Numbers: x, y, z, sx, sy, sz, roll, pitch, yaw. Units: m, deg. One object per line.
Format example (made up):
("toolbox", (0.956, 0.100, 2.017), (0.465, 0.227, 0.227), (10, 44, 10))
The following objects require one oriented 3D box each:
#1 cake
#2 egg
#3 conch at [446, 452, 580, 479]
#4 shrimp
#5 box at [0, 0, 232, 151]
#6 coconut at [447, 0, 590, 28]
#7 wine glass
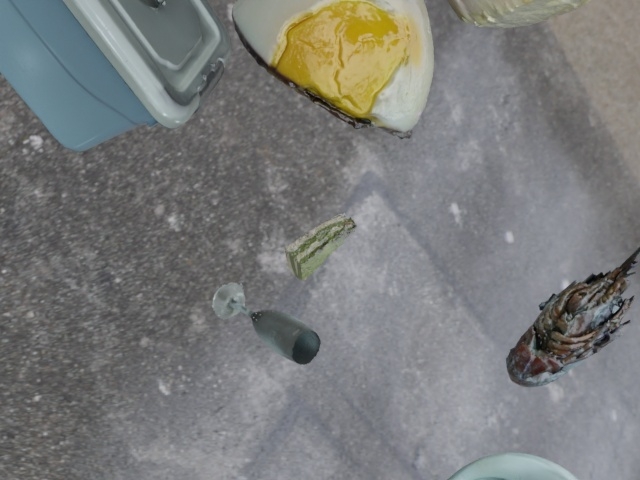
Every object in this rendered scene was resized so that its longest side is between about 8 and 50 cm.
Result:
("cake", (0.000, 0.000, 1.324), (0.140, 0.051, 0.055), (-44, 148, -13))
("egg", (0.053, -0.321, 1.191), (0.337, 0.201, 0.337), (30, 28, -18))
("conch", (0.176, 0.295, 0.726), (0.184, 0.121, 0.221), (11, 94, -1))
("shrimp", (0.297, 0.084, 0.919), (0.079, 0.233, 0.090), (17, 30, -32))
("box", (-0.176, -0.188, 0.608), (0.227, 0.130, 0.162), (54, 29, -24))
("coconut", (0.172, -0.384, 0.723), (0.309, 0.297, 0.297), (49, 51, -29))
("wine glass", (-0.081, 0.120, 1.180), (0.066, 0.198, 0.066), (-16, 116, -36))
